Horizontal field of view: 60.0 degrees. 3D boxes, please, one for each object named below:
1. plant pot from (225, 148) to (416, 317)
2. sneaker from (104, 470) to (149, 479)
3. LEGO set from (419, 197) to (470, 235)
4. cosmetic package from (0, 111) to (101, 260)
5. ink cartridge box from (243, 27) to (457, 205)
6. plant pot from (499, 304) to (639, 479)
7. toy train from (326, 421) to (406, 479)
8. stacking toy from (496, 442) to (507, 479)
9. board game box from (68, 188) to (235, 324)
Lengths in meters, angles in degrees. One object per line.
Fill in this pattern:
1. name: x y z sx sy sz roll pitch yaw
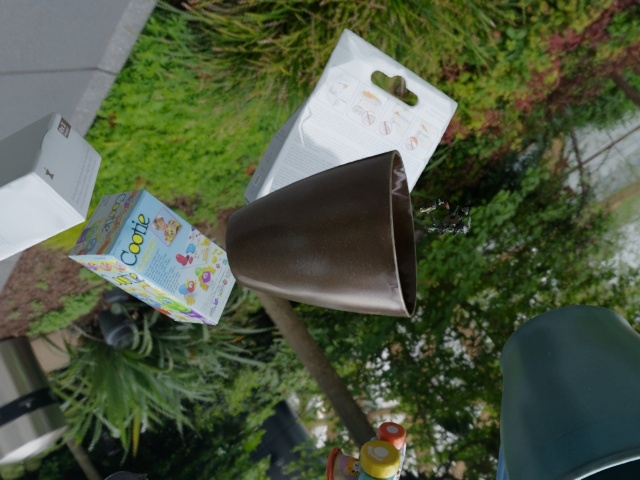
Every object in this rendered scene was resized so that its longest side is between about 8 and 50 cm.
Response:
1. plant pot: 0.000 0.000 0.744 0.230 0.215 0.215 -5 -178 16
2. sneaker: -0.173 0.186 0.287 0.099 0.282 0.153 -64 -157 3
3. LEGO set: 0.152 -0.023 0.662 0.054 0.023 0.083 -17 -150 8
4. cosmetic package: -0.374 -0.041 0.633 0.231 0.117 0.085 -21 135 13
5. ink cartridge box: 0.063 -0.185 1.148 0.385 0.308 0.091 -62 -152 9
6. plant pot: 0.341 0.227 0.673 0.272 0.272 0.255 -38 -154 22
7. toy train: 0.019 0.202 0.360 0.125 0.046 0.166 79 24 -56
8. stacking toy: 0.443 0.429 0.893 0.302 0.165 0.175 4 166 29
9. board game box: -0.315 0.040 1.091 0.142 0.275 0.144 -2 -123 39
